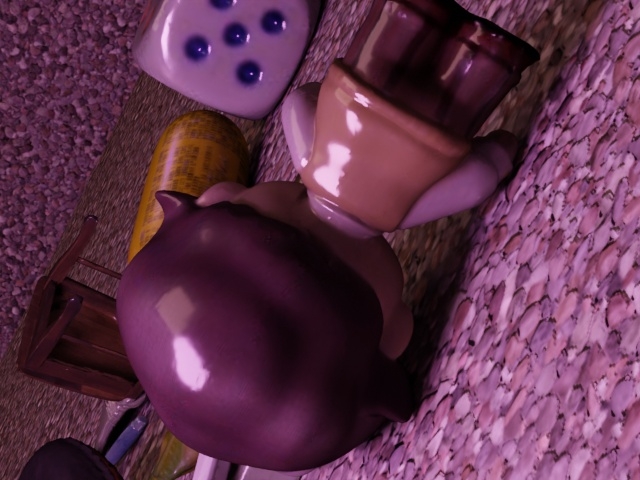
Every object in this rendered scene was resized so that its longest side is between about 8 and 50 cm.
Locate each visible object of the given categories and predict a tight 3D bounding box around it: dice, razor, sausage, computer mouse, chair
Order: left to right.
[{"bbox_3d":[-0.234,0.328,1.493,0.323,0.116,0.183,-123,46,-55],"label":"computer mouse"},{"bbox_3d":[-0.285,0.137,1.855,0.319,0.186,0.160,-50,27,40],"label":"chair"},{"bbox_3d":[-0.253,0.262,1.835,0.135,0.040,0.068,-52,20,29],"label":"razor"},{"bbox_3d":[-0.154,-0.035,1.766,0.123,0.123,0.347,-54,19,39],"label":"sausage"},{"bbox_3d":[-0.121,-0.275,1.886,0.192,0.194,0.193,-65,13,11],"label":"dice"}]

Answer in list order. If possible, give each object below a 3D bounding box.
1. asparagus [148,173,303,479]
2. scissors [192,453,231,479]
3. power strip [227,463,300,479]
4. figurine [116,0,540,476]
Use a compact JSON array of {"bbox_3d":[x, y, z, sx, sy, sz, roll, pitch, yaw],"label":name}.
[{"bbox_3d":[-0.060,0.093,1.334,0.082,0.085,0.343,-105,40,-72],"label":"asparagus"},{"bbox_3d":[-0.079,0.147,1.203,0.118,0.030,0.242,-37,34,54],"label":"scissors"},{"bbox_3d":[-0.034,0.142,1.222,0.288,0.053,0.093,-66,15,0],"label":"power strip"},{"bbox_3d":[-0.001,-0.009,1.058,0.365,0.218,0.206,-60,13,0],"label":"figurine"}]
